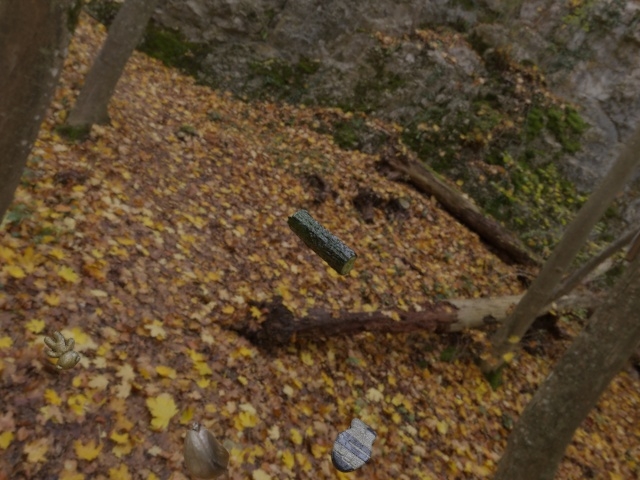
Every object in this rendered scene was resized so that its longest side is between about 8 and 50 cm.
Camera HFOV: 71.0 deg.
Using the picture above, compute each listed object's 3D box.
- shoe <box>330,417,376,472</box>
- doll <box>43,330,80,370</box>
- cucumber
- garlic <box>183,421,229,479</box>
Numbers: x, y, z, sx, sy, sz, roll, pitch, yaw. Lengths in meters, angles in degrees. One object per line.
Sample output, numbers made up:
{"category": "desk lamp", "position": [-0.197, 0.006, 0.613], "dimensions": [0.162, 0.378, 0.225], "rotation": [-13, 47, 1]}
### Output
{"category": "shoe", "position": [0.074, 0.524, 1.114], "dimensions": [0.091, 0.106, 0.207], "rotation": [33, 6, 17]}
{"category": "doll", "position": [-0.586, 0.249, 1.020], "dimensions": [0.093, 0.061, 0.051], "rotation": [57, -28, -2]}
{"category": "cucumber", "position": [-0.001, 0.001, 0.907], "dimensions": [0.187, 0.058, 0.058], "rotation": [42, 10, 38]}
{"category": "garlic", "position": [-0.320, 0.594, 1.235], "dimensions": [0.101, 0.086, 0.196], "rotation": [-85, 154, -55]}
